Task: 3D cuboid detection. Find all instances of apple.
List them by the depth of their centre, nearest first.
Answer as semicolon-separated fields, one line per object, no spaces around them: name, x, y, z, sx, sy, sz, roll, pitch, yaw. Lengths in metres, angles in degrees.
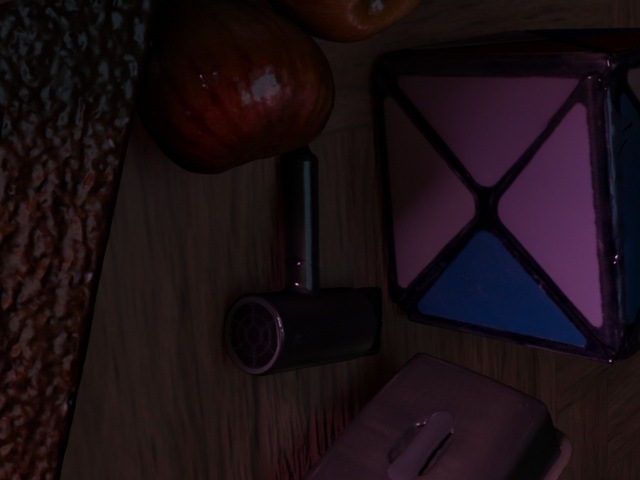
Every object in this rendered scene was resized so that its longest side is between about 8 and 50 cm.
apple;0.019;-0.236;0.809;0.146;0.131;0.146;-29;143;-25

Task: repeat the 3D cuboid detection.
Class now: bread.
bread;-0.225;-0.033;0.669;0.165;0.113;0.416;17;83;-49

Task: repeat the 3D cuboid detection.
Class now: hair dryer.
hair dryer;0.000;0.000;0.968;0.196;0.078;0.248;-2;93;-50

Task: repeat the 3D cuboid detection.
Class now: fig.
fig;-0.091;-0.134;0.797;0.149;0.202;0.148;-56;170;-20

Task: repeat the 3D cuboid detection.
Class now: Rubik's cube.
Rubik's cube;0.266;-0.067;1.069;0.307;0.305;0.310;-22;113;-44

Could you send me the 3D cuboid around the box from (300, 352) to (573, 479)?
box;0.110;0.268;1.026;0.290;0.221;0.166;-43;139;-36

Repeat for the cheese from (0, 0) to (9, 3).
cheese;-0.202;-0.203;0.536;0.328;0.351;0.129;-64;-179;-6
